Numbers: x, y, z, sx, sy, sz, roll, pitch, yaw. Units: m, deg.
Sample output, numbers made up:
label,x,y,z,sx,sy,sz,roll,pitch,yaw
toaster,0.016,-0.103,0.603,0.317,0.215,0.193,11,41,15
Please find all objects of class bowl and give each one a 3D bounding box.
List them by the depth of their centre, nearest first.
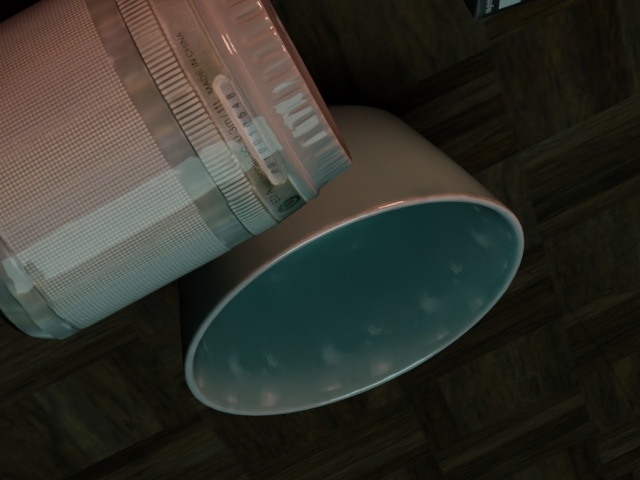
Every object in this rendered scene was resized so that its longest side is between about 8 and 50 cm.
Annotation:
label,x,y,z,sx,sy,sz,roll,pitch,yaw
bowl,0.000,0.000,1.701,0.312,0.163,0.311,-21,151,-12

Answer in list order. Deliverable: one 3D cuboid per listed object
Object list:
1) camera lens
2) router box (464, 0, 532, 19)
label,x,y,z,sx,sy,sz,roll,pitch,yaw
camera lens,-0.143,-0.074,1.398,0.274,0.219,0.219,-28,152,4
router box,0.175,-0.258,1.536,0.133,0.046,0.179,-20,151,-10
